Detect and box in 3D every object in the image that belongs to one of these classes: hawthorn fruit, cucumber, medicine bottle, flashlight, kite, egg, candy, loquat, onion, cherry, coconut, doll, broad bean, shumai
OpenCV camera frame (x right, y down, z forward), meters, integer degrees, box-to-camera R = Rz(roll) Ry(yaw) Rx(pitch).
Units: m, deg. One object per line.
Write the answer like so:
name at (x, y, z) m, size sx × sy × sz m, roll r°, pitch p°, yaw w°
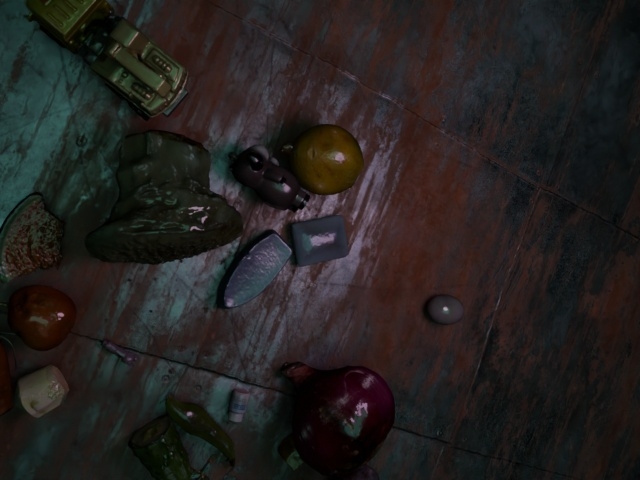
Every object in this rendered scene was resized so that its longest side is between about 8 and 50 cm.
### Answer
hawthorn fruit at (-0.765, 0.173, 1.323) m, size 0.285 × 0.165 × 0.165 m, roll 22°, pitch 87°, yaw -24°
cucumber at (-0.434, 0.633, 1.513) m, size 0.134 × 0.134 × 0.245 m, roll -30°, pitch 107°, yaw -15°
medicine bottle at (-0.249, 0.500, 1.601) m, size 0.052 × 0.052 × 0.089 m, roll 16°, pitch 90°, yaw -21°
flashlight at (-0.565, 0.315, 1.480) m, size 0.110 × 0.052 × 0.031 m, roll 36°, pitch 118°, yaw -13°
kite at (-0.368, 0.717, 1.598) m, size 0.183 × 0.010 × 0.160 m, roll 41°, pitch 80°, yaw -18°
egg at (0.427, 0.236, 1.799) m, size 0.134 × 0.103 × 0.103 m, roll 9°, pitch 92°, yaw -23°
candy at (0.000, 0.000, 1.639) m, size 0.174 × 0.071 × 0.138 m, roll -12°, pitch 98°, yaw -19°
loquat at (-0.002, -0.243, 1.548) m, size 0.245 × 0.213 × 0.214 m, roll 14°, pitch 90°, yaw -21°
onion at (0.028, 0.500, 1.597) m, size 0.385 × 0.348 × 0.348 m, roll 41°, pitch 79°, yaw 17°
cherry at (0.115, 0.818, 1.701) m, size 0.194 × 0.195 × 0.195 m, roll -2°, pitch 95°, yaw -20°
coconut at (-0.736, 0.396, 1.382) m, size 0.122 × 0.116 × 0.116 m, roll -29°, pitch 104°, yaw -16°
doll at (-0.151, -0.176, 1.511) m, size 0.257 × 0.182 × 0.117 m, roll 40°, pitch 67°, yaw -16°
broad bean at (-0.338, 0.565, 1.565) m, size 0.075 × 0.067 × 0.325 m, roll -42°, pitch 105°, yaw -3°
shumai at (-0.412, -0.115, 1.378) m, size 0.397 × 0.324 × 0.324 m, roll -7°, pitch 82°, yaw -25°

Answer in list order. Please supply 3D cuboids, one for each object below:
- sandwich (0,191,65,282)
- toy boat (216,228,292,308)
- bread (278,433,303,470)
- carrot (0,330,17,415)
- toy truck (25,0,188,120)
sandwich at (-0.751, -0.011, 1.365) m, size 0.159 × 0.079 × 0.235 m, roll 3°, pitch 97°, yaw -31°
toy boat at (-0.203, 0.095, 1.571) m, size 0.127 × 0.078 × 0.283 m, roll 46°, pitch 78°, yaw -21°
bread at (-0.084, 0.667, 1.667) m, size 0.083 × 0.070 × 0.077 m, roll -40°, pitch 107°, yaw -16°
carrot at (-0.860, 0.328, 1.282) m, size 0.214 × 0.193 × 0.332 m, roll -9°, pitch 94°, yaw 5°
toy truck at (-0.518, -0.484, 1.318) m, size 0.405 × 0.254 × 0.181 m, roll 41°, pitch 85°, yaw -15°
